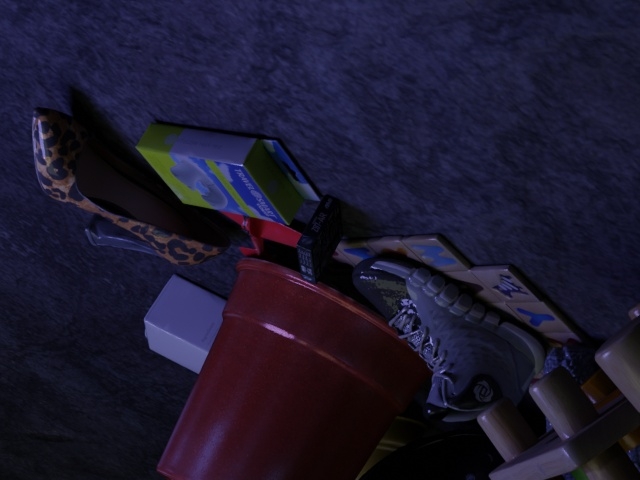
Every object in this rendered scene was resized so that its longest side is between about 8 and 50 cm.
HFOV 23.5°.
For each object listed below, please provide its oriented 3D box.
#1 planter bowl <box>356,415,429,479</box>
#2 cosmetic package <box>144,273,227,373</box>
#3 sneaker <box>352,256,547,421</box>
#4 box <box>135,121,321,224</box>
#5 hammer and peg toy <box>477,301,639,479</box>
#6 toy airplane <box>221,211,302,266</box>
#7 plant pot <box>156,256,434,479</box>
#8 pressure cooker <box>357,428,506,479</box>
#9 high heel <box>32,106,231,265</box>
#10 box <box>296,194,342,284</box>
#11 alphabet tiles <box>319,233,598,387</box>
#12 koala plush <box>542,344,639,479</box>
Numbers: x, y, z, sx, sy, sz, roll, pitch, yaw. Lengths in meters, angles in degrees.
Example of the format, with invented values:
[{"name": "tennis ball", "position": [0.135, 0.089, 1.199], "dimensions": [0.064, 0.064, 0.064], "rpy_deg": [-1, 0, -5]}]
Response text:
[{"name": "planter bowl", "position": [0.037, 0.295, 2.067], "dimensions": [0.217, 0.090, 0.217], "rpy_deg": [2, 162, 0]}, {"name": "cosmetic package", "position": [-0.115, 0.144, 2.049], "dimensions": [0.231, 0.085, 0.117], "rpy_deg": [28, 158, 8]}, {"name": "sneaker", "position": [0.118, 0.117, 1.624], "dimensions": [0.229, 0.132, 0.086], "rpy_deg": [28, 157, 4]}, {"name": "box", "position": [-0.098, -0.071, 1.630], "dimensions": [0.178, 0.042, 0.109], "rpy_deg": [11, 152, 38]}, {"name": "hammer and peg toy", "position": [0.290, 0.117, 1.277], "dimensions": [0.127, 0.266, 0.361], "rpy_deg": [55, 165, 7]}, {"name": "toy airplane", "position": [-0.073, -0.007, 1.743], "dimensions": [0.151, 0.028, 0.151], "rpy_deg": [30, 162, 11]}, {"name": "plant pot", "position": [-0.040, 0.202, 1.790], "dimensions": [0.272, 0.265, 0.272], "rpy_deg": [27, 167, 7]}, {"name": "pressure cooker", "position": [0.218, 0.456, 1.913], "dimensions": [0.376, 0.369, 0.420], "rpy_deg": [18, 166, 23]}, {"name": "high heel", "position": [-0.212, -0.065, 1.742], "dimensions": [0.186, 0.093, 0.261], "rpy_deg": [7, 149, 21]}, {"name": "box", "position": [0.000, 0.000, 1.629], "dimensions": [0.018, 0.067, 0.083], "rpy_deg": [23, 157, 15]}, {"name": "alphabet tiles", "position": [0.142, 0.084, 1.712], "dimensions": [0.285, 0.011, 0.343], "rpy_deg": [42, 154, -28]}, {"name": "koala plush", "position": [0.304, 0.256, 1.595], "dimensions": [0.203, 0.221, 0.196], "rpy_deg": [16, 154, 18]}]
